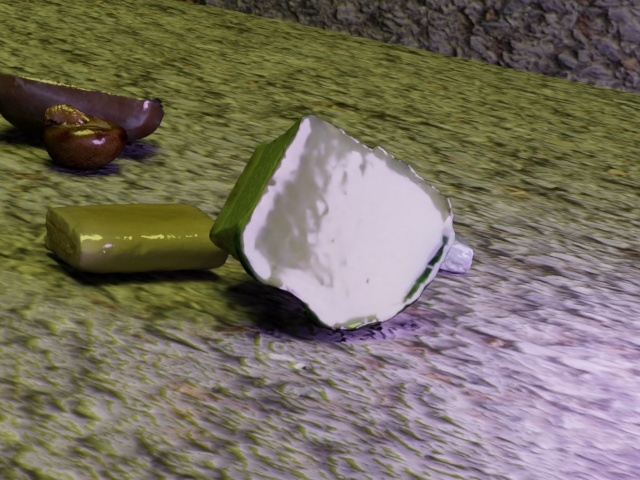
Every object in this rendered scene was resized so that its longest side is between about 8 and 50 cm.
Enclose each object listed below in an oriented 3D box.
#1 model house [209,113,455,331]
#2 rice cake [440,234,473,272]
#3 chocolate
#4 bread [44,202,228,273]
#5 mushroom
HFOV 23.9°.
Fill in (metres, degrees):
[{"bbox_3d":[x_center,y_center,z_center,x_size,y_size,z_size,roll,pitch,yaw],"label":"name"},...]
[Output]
[{"bbox_3d":[0.000,0.000,1.617,0.214,0.195,0.189,29,-13,-17],"label":"model house"},{"bbox_3d":[0.113,-0.011,1.885,0.085,0.040,0.226,2,16,-18],"label":"rice cake"},{"bbox_3d":[-0.360,-0.184,2.219,0.261,0.083,0.161,10,-1,3],"label":"chocolate"},{"bbox_3d":[-0.206,-0.001,1.685,0.178,0.060,0.139,0,18,-26],"label":"bread"},{"bbox_3d":[-0.325,-0.145,2.094,0.127,0.087,0.127,3,18,-1],"label":"mushroom"}]
